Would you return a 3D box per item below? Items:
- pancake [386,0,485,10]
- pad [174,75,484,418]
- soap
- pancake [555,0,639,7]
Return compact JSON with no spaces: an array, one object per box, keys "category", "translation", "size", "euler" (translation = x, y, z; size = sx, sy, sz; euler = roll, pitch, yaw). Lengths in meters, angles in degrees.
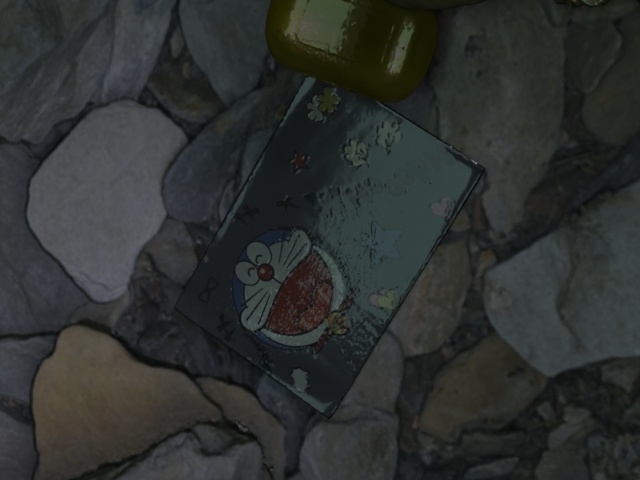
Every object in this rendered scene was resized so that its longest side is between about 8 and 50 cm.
[{"category":"pancake","translation":[0.075,-0.290,0.965],"size":[0.242,0.050,0.241],"euler":[2,96,15]},{"category":"pad","translation":[0.000,0.000,1.077],"size":[0.170,0.006,0.245],"euler":[35,105,14]},{"category":"soap","translation":[0.024,-0.163,1.033],"size":[0.140,0.045,0.088],"euler":[22,104,15]},{"category":"pancake","translation":[0.269,-0.230,0.950],"size":[0.235,0.029,0.212],"euler":[41,105,12]}]
